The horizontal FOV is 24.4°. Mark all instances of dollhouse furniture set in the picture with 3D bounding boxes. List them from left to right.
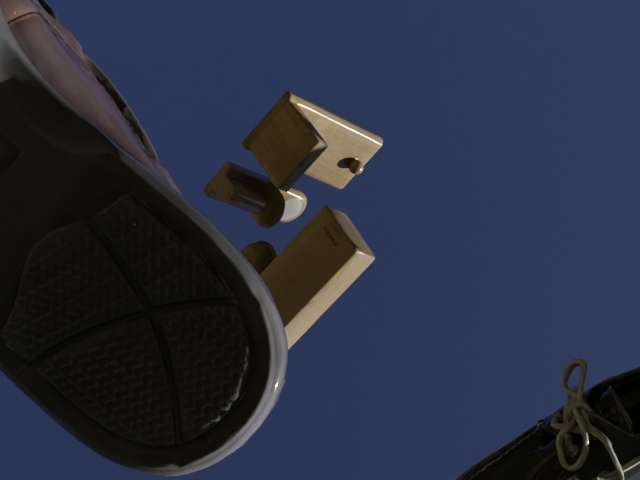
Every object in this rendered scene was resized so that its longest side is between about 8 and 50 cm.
[{"bbox_3d":[0.000,0.000,1.158,0.144,0.123,0.151,-47,-127,18],"label":"dollhouse furniture set"}]

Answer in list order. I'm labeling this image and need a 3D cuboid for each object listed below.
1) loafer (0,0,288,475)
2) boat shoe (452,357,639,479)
[{"bbox_3d":[-0.125,-0.042,0.524,0.109,0.095,0.302,-42,-96,3],"label":"loafer"},{"bbox_3d":[0.228,0.159,1.188,0.306,0.105,0.113,-20,-142,5],"label":"boat shoe"}]
